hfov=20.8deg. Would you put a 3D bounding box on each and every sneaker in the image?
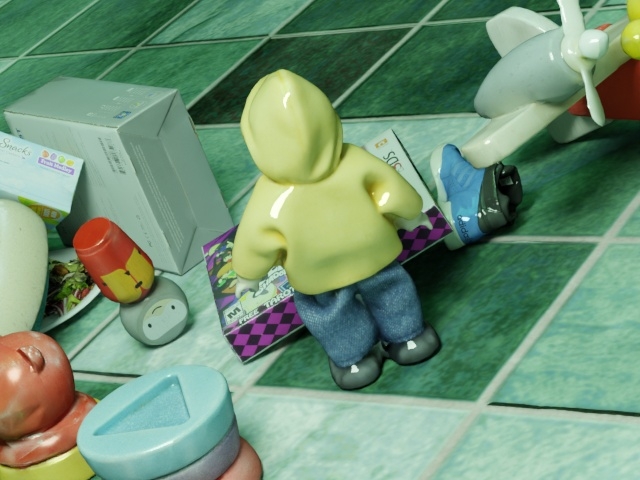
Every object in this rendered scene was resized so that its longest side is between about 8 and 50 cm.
[{"bbox_3d":[0.154,-0.054,1.687,0.084,0.058,0.152,-21,29,15],"label":"sneaker"}]

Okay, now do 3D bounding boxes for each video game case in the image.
[{"bbox_3d":[0.000,0.000,1.672,0.232,0.042,0.210,-32,24,5],"label":"video game case"}]

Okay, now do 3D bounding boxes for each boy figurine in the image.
[{"bbox_3d":[-0.001,-0.010,1.465,0.177,0.285,0.092,-26,26,-1],"label":"boy figurine"}]

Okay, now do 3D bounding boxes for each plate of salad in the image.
[{"bbox_3d":[-0.318,0.054,1.855,0.200,0.048,0.200,-17,25,8],"label":"plate of salad"}]

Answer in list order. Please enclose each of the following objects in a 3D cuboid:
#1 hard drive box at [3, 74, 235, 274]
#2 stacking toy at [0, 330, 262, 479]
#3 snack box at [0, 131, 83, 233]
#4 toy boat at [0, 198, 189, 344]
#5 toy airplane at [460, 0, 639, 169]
[{"bbox_3d":[-0.218,-0.074,1.876,0.089,0.181,0.232,-37,30,-30],"label":"hard drive box"},{"bbox_3d":[-0.227,0.187,1.428,0.309,0.130,0.279,2,34,41],"label":"stacking toy"},{"bbox_3d":[-0.369,-0.056,1.861,0.207,0.174,0.070,-29,45,61],"label":"snack box"},{"bbox_3d":[-0.291,0.070,1.708,0.318,0.148,0.267,-14,44,24],"label":"toy boat"},{"bbox_3d":[0.300,-0.207,1.628,0.384,0.272,0.386,-17,25,8],"label":"toy airplane"}]
